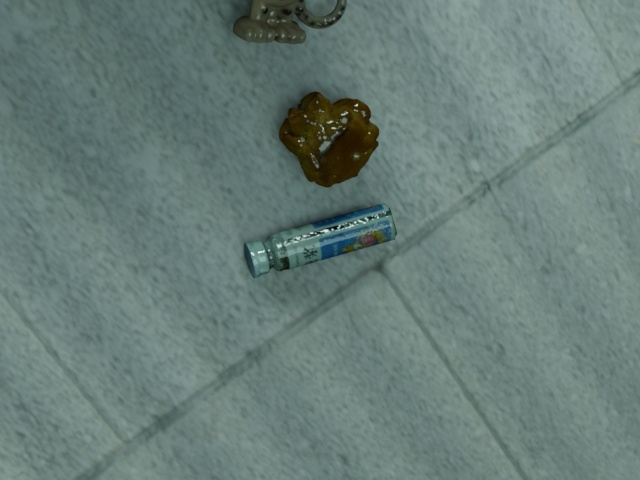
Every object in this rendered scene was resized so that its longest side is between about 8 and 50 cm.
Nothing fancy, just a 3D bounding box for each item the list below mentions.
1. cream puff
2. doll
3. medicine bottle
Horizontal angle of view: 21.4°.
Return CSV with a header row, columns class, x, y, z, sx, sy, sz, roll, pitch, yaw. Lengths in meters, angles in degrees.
class,x,y,z,sx,sy,sz,roll,pitch,yaw
cream puff,0.007,-0.127,2.073,0.122,0.094,0.116,3,113,-43
doll,-0.032,-0.362,1.961,0.154,0.119,0.278,-11,119,-28
medicine bottle,0.000,0.000,2.136,0.191,0.051,0.051,-15,113,-11
